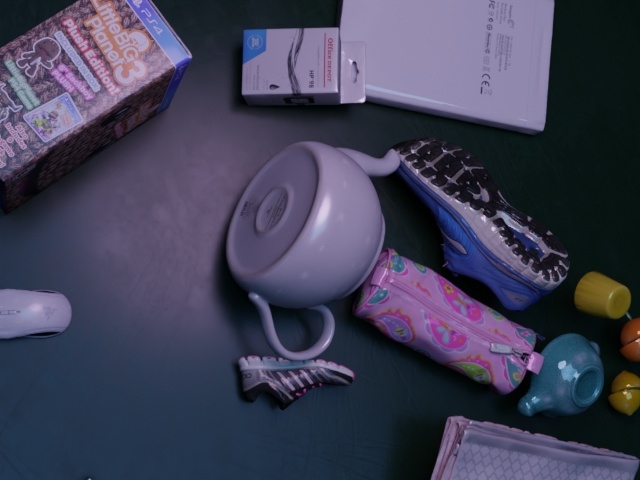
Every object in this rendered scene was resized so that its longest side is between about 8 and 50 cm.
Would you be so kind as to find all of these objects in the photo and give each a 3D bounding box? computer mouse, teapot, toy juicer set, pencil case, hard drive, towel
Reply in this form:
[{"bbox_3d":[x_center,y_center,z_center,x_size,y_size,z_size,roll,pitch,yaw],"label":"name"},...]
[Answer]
[{"bbox_3d":[-0.437,0.098,1.411,0.193,0.042,0.106,-3,80,-15],"label":"computer mouse"},{"bbox_3d":[0.000,0.000,1.462,0.187,0.256,0.252,30,32,-32],"label":"teapot"},{"bbox_3d":[0.399,0.228,1.592,0.209,0.089,0.329,37,81,-34],"label":"toy juicer set"},{"bbox_3d":[0.188,0.123,1.534,0.284,0.124,0.124,30,74,-7],"label":"pencil case"},{"bbox_3d":[0.195,-0.313,1.650,0.353,0.047,0.233,10,79,-14],"label":"hard drive"},{"bbox_3d":[0.288,0.431,1.482,0.332,0.053,0.316,15,91,-22],"label":"towel"}]

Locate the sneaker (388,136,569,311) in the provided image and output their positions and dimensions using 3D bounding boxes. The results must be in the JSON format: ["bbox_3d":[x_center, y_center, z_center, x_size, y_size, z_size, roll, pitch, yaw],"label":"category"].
[{"bbox_3d":[0.210,-0.020,1.556,0.130,0.147,0.330,-23,64,-43],"label":"sneaker"}]

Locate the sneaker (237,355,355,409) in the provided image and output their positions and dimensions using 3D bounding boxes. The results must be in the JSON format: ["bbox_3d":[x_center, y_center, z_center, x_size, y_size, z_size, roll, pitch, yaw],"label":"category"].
[{"bbox_3d":[-0.036,0.207,1.490,0.171,0.063,0.074,4,79,-9],"label":"sneaker"}]

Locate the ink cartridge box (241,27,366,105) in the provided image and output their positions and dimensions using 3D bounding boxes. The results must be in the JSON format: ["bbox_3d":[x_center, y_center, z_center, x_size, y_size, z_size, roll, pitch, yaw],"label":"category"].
[{"bbox_3d":[-0.023,-0.259,1.544,0.180,0.060,0.104,-1,79,6],"label":"ink cartridge box"}]

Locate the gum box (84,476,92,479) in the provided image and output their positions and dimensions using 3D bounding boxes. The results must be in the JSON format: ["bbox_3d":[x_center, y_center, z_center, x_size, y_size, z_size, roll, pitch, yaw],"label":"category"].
[{"bbox_3d":[-0.313,0.439,1.385,0.157,0.041,0.184,41,72,-5],"label":"gum box"}]

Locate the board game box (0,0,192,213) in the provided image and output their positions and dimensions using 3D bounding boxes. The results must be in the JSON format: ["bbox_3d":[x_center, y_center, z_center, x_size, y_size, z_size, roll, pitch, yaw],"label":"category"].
[{"bbox_3d":[-0.343,-0.190,1.388,0.291,0.232,0.141,-37,92,-17],"label":"board game box"}]
